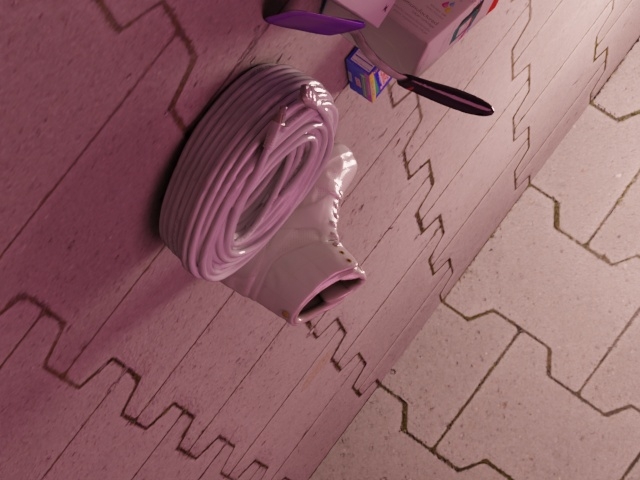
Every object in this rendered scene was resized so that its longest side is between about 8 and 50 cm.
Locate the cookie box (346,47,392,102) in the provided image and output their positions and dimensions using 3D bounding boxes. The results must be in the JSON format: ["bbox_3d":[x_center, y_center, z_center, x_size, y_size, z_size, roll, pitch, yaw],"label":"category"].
[{"bbox_3d":[0.081,-0.238,2.055,0.107,0.040,0.092,-51,167,-11],"label":"cookie box"}]

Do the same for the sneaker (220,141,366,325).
[{"bbox_3d":[0.000,0.000,2.093,0.292,0.169,0.108,-45,161,-38],"label":"sneaker"}]

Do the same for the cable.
[{"bbox_3d":[-0.081,-0.075,1.815,0.257,0.089,0.257,-55,167,7],"label":"cable"}]

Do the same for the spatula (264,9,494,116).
[{"bbox_3d":[0.072,-0.190,1.749,0.084,0.296,0.030,-2,-113,57],"label":"spatula"}]

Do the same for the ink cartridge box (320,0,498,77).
[{"bbox_3d":[0.124,-0.295,1.860,0.231,0.134,0.078,-45,167,-35],"label":"ink cartridge box"}]

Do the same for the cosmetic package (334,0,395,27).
[{"bbox_3d":[0.093,-0.406,1.595,0.377,0.097,0.284,-56,169,8],"label":"cosmetic package"}]
